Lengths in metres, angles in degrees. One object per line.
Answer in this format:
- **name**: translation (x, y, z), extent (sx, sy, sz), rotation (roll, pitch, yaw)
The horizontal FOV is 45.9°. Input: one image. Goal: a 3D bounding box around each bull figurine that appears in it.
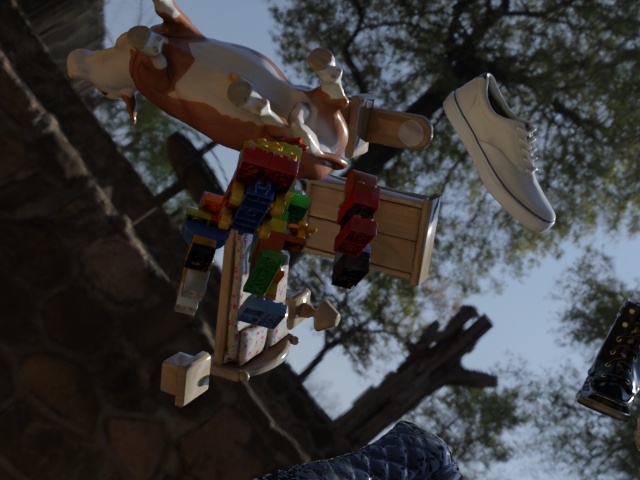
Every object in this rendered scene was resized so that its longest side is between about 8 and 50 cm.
- **bull figurine**: translation (-0.110, -0.155, 0.731), extent (0.310, 0.101, 0.188), rotation (23, -12, 6)

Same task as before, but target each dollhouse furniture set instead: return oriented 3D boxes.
- **dollhouse furniture set**: translation (0.000, 0.000, 0.853), extent (0.173, 0.355, 0.303), rotation (14, -71, 22)

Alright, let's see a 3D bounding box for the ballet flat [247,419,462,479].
- **ballet flat**: translation (0.003, 0.118, 0.344), extent (0.049, 0.057, 0.173), rotation (33, 18, 37)

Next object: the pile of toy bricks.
- **pile of toy bricks**: translation (-0.032, -0.022, 0.524), extent (0.118, 0.105, 0.212), rotation (15, -29, -14)

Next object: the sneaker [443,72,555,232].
- **sneaker**: translation (0.280, -0.134, 1.124), extent (0.091, 0.094, 0.258), rotation (-40, -105, 37)

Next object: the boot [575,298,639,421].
- **boot**: translation (0.491, 0.189, 1.230), extent (0.085, 0.179, 0.236), rotation (23, 9, 22)

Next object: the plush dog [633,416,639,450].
- **plush dog**: translation (0.640, 0.386, 1.166), extent (0.210, 0.262, 0.225), rotation (-89, 175, -74)
